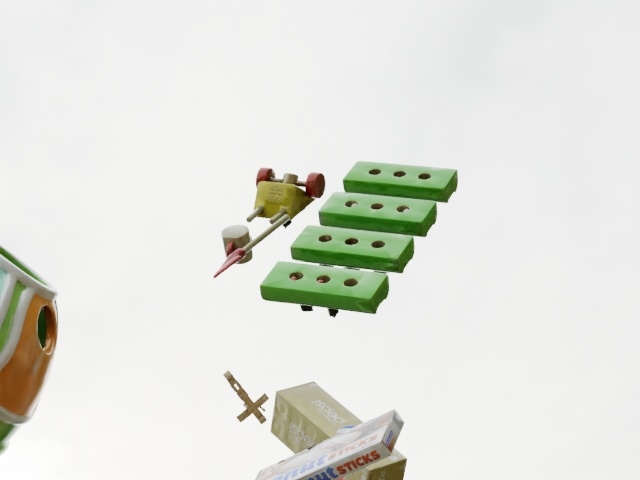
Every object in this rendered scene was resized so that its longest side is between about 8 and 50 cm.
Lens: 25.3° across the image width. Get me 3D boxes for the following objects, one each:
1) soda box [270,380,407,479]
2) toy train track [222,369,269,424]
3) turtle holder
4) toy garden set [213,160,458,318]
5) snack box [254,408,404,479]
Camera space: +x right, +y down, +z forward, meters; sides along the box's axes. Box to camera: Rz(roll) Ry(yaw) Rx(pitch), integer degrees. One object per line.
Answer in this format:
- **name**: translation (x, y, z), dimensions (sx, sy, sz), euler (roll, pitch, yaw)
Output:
- **soda box**: translation (0.018, 0.234, 1.637), dimensions (0.058, 0.181, 0.061), euler (-12, -58, -36)
- **toy train track**: translation (-0.093, 0.196, 1.779), dimensions (0.048, 0.014, 0.083), euler (-40, -74, -13)
- **turtle holder**: translation (-0.430, 0.092, 1.582), dimensions (0.227, 0.320, 0.243), euler (-54, -42, -2)
- **toy garden set**: translation (0.000, 0.000, 1.366), dimensions (0.204, 0.244, 0.049), euler (6, -58, 23)
- **snack box**: translation (0.003, 0.228, 1.458), dimensions (0.178, 0.064, 0.022), euler (-28, -76, 26)
